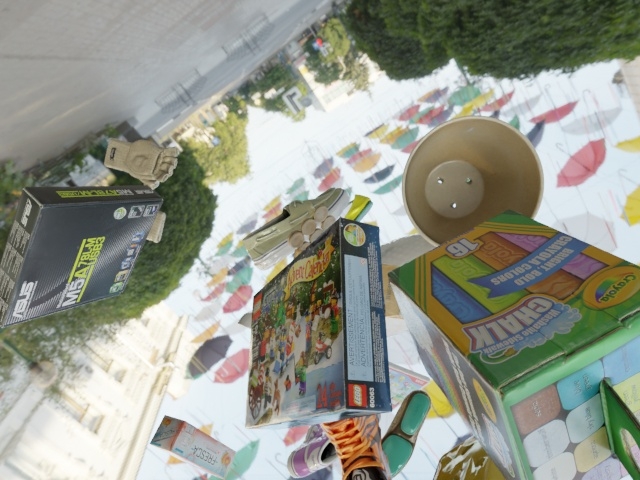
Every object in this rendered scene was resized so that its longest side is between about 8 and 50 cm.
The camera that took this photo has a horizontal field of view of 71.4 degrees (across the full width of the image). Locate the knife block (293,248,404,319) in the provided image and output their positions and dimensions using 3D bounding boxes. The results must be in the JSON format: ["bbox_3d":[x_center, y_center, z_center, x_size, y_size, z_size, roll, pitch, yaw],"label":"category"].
[{"bbox_3d":[0.061,0.078,0.830,0.242,0.275,0.088,177,-78,-76],"label":"knife block"}]

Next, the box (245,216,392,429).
[{"bbox_3d":[-0.016,0.100,0.451,0.233,0.044,0.159,-42,-137,53],"label":"box"}]

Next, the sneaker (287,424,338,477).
[{"bbox_3d":[0.026,0.646,1.423,0.161,0.102,0.282,-32,177,23],"label":"sneaker"}]

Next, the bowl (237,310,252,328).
[{"bbox_3d":[-0.154,0.234,1.228,0.053,0.141,0.142,-68,-169,-16],"label":"bowl"}]

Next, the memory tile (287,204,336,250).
[{"bbox_3d":[0.000,0.000,0.955,0.113,0.148,0.012,-48,-135,-6],"label":"memory tile"}]

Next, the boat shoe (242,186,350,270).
[{"bbox_3d":[-0.055,-0.049,1.096,0.302,0.094,0.109,-40,-160,-18],"label":"boat shoe"}]

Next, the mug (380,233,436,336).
[{"bbox_3d":[0.304,0.152,1.386,0.327,0.374,0.276,-29,-149,30],"label":"mug"}]

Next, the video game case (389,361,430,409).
[{"bbox_3d":[0.277,0.600,1.805,0.285,0.203,0.025,-54,-161,36],"label":"video game case"}]

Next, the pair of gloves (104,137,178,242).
[{"bbox_3d":[-0.444,-0.122,1.076,0.204,0.241,0.042,8,180,22],"label":"pair of gloves"}]

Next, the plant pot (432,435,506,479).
[{"bbox_3d":[0.260,0.387,0.608,0.212,0.187,0.212,-39,166,-53],"label":"plant pot"}]

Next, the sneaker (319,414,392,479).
[{"bbox_3d":[0.060,0.344,0.779,0.124,0.321,0.180,-23,-137,10],"label":"sneaker"}]

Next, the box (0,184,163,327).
[{"bbox_3d":[-0.327,0.013,0.608,0.191,0.045,0.184,-58,165,20],"label":"box"}]

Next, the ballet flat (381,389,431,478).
[{"bbox_3d":[0.176,0.419,0.963,0.206,0.073,0.067,-55,170,-8],"label":"ballet flat"}]

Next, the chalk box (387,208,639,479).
[{"bbox_3d":[0.222,0.118,0.437,0.179,0.180,0.289,-27,-155,-4],"label":"chalk box"}]

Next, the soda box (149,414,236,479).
[{"bbox_3d":[-0.248,0.412,0.883,0.062,0.183,0.058,-1,-130,32],"label":"soda box"}]

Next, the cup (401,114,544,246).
[{"bbox_3d":[0.371,-0.139,1.170,0.331,0.331,0.237,-34,-179,8],"label":"cup"}]

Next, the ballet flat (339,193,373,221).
[{"bbox_3d":[0.074,-0.052,1.377,0.231,0.077,0.077,-54,165,-15],"label":"ballet flat"}]
